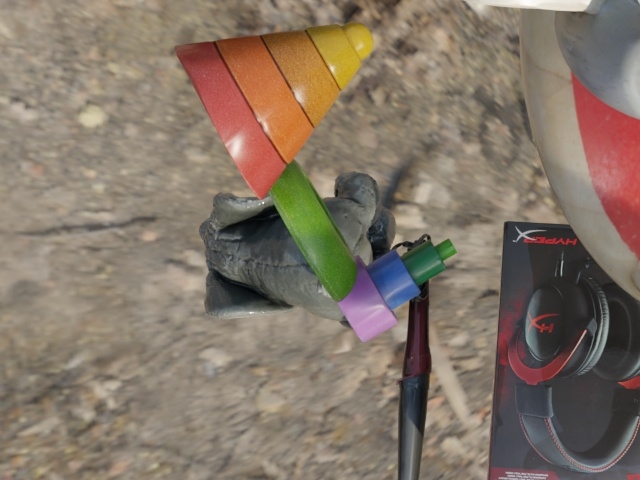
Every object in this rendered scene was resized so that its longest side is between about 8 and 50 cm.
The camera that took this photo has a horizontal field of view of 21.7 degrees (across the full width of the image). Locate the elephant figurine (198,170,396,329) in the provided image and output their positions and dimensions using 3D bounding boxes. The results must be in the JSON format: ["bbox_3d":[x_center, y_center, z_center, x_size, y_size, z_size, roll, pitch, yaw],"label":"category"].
[{"bbox_3d":[-0.055,0.015,1.695,0.239,0.186,0.169,4,59,20],"label":"elephant figurine"}]

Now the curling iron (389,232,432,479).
[{"bbox_3d":[0.085,0.127,1.629,0.035,0.068,0.274,-1,81,30],"label":"curling iron"}]

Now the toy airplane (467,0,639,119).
[{"bbox_3d":[0.303,-0.117,0.873,0.386,0.384,0.273,-3,86,26],"label":"toy airplane"}]

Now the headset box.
[{"bbox_3d":[0.264,0.141,1.510,0.218,0.110,0.293,4,73,7],"label":"headset box"}]

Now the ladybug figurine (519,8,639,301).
[{"bbox_3d":[0.299,-0.139,1.258,0.305,0.449,0.162,31,140,-23],"label":"ladybug figurine"}]

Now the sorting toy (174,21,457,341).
[{"bbox_3d":[0.022,-0.049,1.235,0.126,0.365,0.127,-31,53,3],"label":"sorting toy"}]
